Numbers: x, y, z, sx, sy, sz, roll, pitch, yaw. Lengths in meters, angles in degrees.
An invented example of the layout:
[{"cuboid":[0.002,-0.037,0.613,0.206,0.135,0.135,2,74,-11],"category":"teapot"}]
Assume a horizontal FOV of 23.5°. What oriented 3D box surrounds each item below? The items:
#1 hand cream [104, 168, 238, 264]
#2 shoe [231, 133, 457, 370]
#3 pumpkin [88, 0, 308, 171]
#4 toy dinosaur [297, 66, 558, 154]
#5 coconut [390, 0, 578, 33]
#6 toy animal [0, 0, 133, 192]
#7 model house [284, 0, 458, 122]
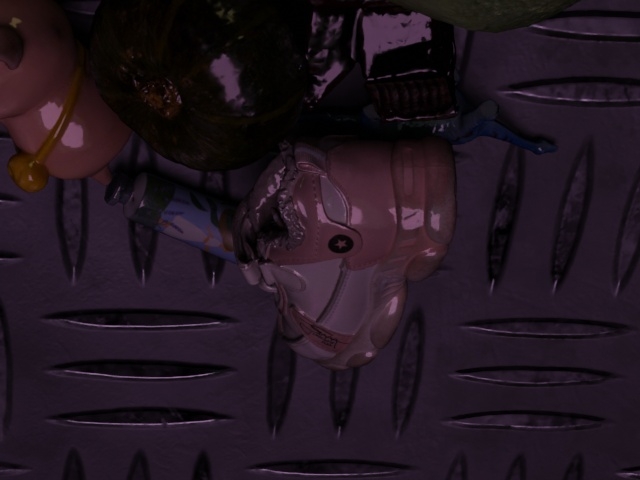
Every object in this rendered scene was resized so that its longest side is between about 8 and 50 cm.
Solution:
[{"cuboid":[-0.121,-0.021,1.732,0.256,0.055,0.088,21,116,-28],"category":"hand cream"},{"cuboid":[0.000,-0.002,1.649,0.198,0.172,0.351,11,140,-17],"category":"shoe"},{"cuboid":[-0.115,-0.172,1.474,0.223,0.157,0.224,27,138,26],"category":"pumpkin"},{"cuboid":[0.110,-0.137,1.641,0.329,0.076,0.144,2,158,-7],"category":"toy dinosaur"},{"cuboid":[0.135,-0.338,1.371,0.328,0.328,0.281,-34,143,19],"category":"coconut"},{"cuboid":[-0.279,-0.151,1.550,0.149,0.165,0.248,-17,137,15],"category":"toy animal"},{"cuboid":[0.050,-0.205,1.552,0.203,0.141,0.164,4,123,4],"category":"model house"}]
